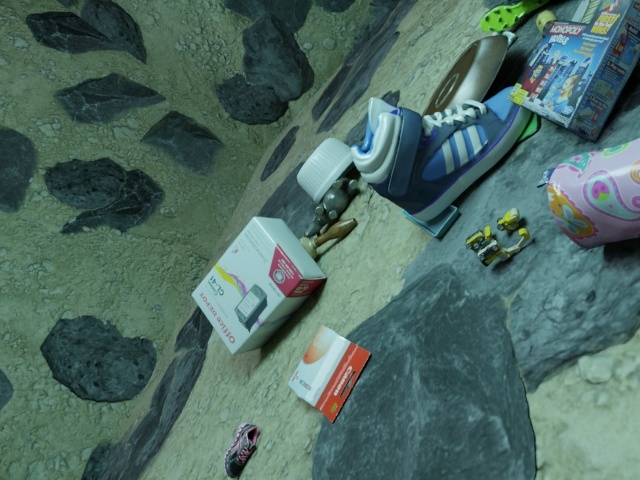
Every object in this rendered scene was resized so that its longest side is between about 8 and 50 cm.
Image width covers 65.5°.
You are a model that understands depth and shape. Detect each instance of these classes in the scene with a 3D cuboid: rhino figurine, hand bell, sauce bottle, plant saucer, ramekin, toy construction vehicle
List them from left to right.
[{"bbox_3d":[0.000,0.000,1.375,0.242,0.126,0.126,-30,28,27],"label":"hand bell"},{"bbox_3d":[0.019,-0.225,1.560,0.207,0.109,0.207,-49,-1,-1],"label":"ramekin"},{"bbox_3d":[0.023,-0.087,1.462,0.243,0.073,0.106,-53,0,9],"label":"rhino figurine"},{"bbox_3d":[0.220,-0.056,1.008,0.067,0.018,0.192,-53,19,7],"label":"plant saucer"},{"bbox_3d":[0.302,-0.329,1.124,0.310,0.050,0.310,-60,6,10],"label":"plant saucer"},{"bbox_3d":[0.272,0.001,0.763,0.098,0.035,0.086,-42,11,29],"label":"toy construction vehicle"},{"bbox_3d":[0.461,-0.423,0.994,0.042,0.042,0.128,-42,20,35],"label":"sauce bottle"}]

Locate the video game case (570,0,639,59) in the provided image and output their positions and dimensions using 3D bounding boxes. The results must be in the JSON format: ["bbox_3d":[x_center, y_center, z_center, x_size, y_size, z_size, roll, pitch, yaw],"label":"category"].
[{"bbox_3d":[0.516,-0.393,0.814,0.274,0.035,0.248,-59,19,-11],"label":"video game case"}]

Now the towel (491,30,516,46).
[{"bbox_3d":[0.401,-0.449,1.221,0.152,0.023,0.113,-48,19,23],"label":"towel"}]

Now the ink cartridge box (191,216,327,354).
[{"bbox_3d":[-0.167,0.120,1.324,0.306,0.226,0.131,-48,-23,19],"label":"ink cartridge box"}]

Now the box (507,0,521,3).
[{"bbox_3d":[0.488,-0.597,1.026,0.153,0.108,0.207,-50,31,-10],"label":"box"}]

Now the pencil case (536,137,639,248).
[{"bbox_3d":[0.368,-0.070,0.490,0.124,0.124,0.284,-62,17,-20],"label":"pencil case"}]

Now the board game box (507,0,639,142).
[{"bbox_3d":[0.405,-0.274,0.766,0.194,0.060,0.194,-61,20,22],"label":"board game box"}]

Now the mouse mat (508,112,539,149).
[{"bbox_3d":[0.344,-0.207,0.974,0.190,0.007,0.152,-38,25,45],"label":"mouse mat"}]

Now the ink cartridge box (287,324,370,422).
[{"bbox_3d":[0.011,0.251,0.963,0.145,0.045,0.179,-59,16,-9],"label":"ink cartridge box"}]

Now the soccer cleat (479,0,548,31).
[{"bbox_3d":[0.463,-0.546,1.164,0.179,0.060,0.072,-20,21,36],"label":"soccer cleat"}]

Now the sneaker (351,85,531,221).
[{"bbox_3d":[0.208,-0.213,0.921,0.322,0.236,0.130,-48,19,11],"label":"sneaker"}]

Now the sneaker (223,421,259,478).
[{"bbox_3d":[-0.166,0.450,1.071,0.057,0.047,0.119,-20,39,43],"label":"sneaker"}]
